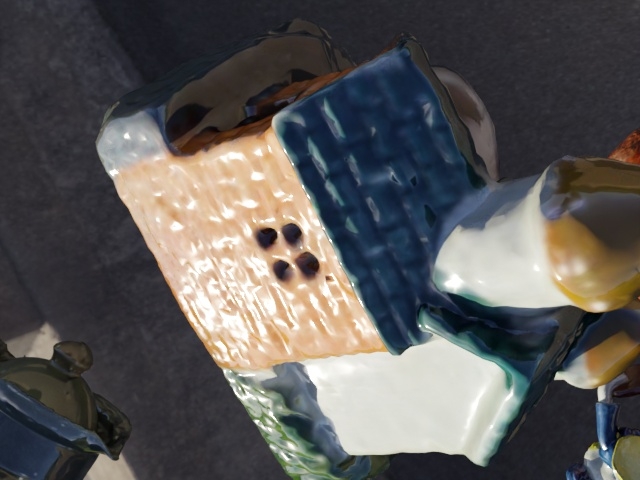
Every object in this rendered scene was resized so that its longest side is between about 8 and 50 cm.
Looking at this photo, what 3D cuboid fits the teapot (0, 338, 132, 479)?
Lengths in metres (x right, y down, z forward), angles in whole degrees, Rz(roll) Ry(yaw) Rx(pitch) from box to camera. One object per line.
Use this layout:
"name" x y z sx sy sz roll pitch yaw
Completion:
"teapot" -0.319 0.206 0.814 0.285 0.223 0.305 -56 34 -6

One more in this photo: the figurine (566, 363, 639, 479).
"figurine" 0.500 0.341 1.419 0.204 0.284 0.338 15 150 -6

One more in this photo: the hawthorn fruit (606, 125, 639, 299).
"hawthorn fruit" 0.524 -0.042 1.222 0.315 0.316 0.316 11 109 33

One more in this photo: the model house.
"model house" 0.070 -0.008 0.440 0.300 0.190 0.272 -10 112 50
